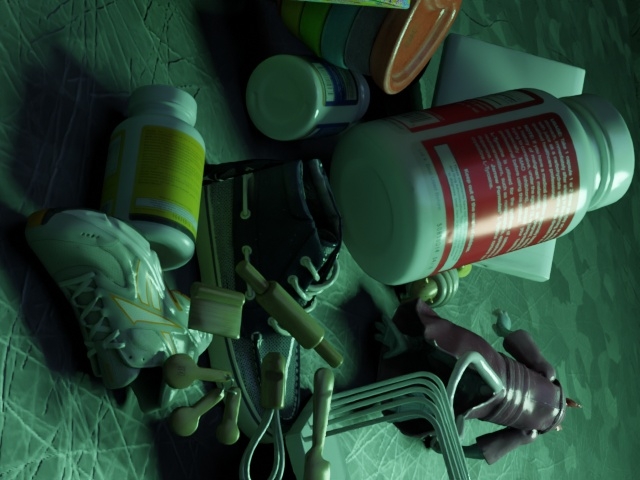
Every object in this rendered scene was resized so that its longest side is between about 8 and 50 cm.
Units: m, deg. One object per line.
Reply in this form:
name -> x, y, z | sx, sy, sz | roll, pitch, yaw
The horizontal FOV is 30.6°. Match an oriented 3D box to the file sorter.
file sorter -> 0.080, 0.276, 1.393 | 0.277, 0.173, 0.193 | -23, 97, -83

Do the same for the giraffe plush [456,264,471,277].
giraffe plush -> 0.243, -0.036, 1.935 | 0.181, 0.210, 0.170 | 45, 68, -24

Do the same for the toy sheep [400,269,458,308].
toy sheep -> 0.173, 0.065, 1.830 | 0.132, 0.091, 0.091 | -37, 111, -59

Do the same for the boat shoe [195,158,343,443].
boat shoe -> -0.045, 0.063, 1.361 | 0.127, 0.158, 0.341 | -15, 92, -61

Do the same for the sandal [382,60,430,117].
sandal -> 0.139, -0.316, 1.772 | 0.446, 0.107, 0.168 | 72, 20, -48

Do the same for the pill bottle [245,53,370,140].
pill bottle -> -0.009, -0.194, 1.576 | 0.186, 0.112, 0.112 | -14, 91, -62

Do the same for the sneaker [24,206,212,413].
sneaker -> -0.201, 0.074, 1.148 | 0.262, 0.099, 0.121 | 50, 43, -39

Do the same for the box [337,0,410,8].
box -> -0.046, -0.420, 1.336 | 0.177, 0.289, 0.279 | -10, 107, -61

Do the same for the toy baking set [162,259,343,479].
toy baking set -> -0.062, 0.151, 1.219 | 0.256, 0.030, 0.197 | 42, 64, -23

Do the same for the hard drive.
hard drive -> 0.277, -0.132, 1.847 | 0.047, 0.233, 0.353 | 131, -27, -75

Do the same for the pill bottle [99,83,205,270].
pill bottle -> -0.176, -0.068, 1.235 | 0.103, 0.103, 0.184 | 38, 48, -49

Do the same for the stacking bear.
stacking bear -> 0.011, -0.327, 1.520 | 0.164, 0.289, 0.175 | -60, 163, 9

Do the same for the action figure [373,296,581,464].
action figure -> 0.263, 0.206, 1.730 | 0.370, 0.275, 0.248 | 19, 79, -28

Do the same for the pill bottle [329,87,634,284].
pill bottle -> 0.237, -0.091, 1.672 | 0.407, 0.229, 0.229 | -15, 93, -26
